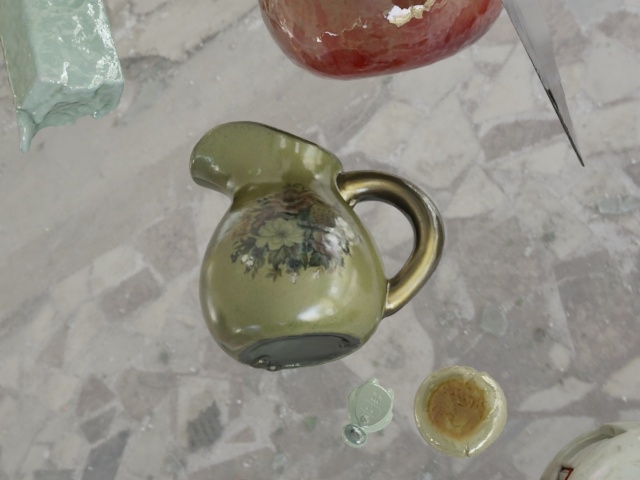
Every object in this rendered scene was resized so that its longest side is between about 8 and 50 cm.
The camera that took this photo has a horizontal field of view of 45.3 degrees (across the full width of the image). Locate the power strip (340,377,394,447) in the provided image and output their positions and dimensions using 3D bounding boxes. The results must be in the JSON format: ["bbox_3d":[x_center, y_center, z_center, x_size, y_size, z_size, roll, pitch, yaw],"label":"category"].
[{"bbox_3d":[0.050,0.196,0.862,0.055,0.035,0.083,34,59,2],"label":"power strip"}]

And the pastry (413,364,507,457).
[{"bbox_3d":[0.235,0.286,1.294,0.157,0.092,0.156,-6,69,16],"label":"pastry"}]

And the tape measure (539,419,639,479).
[{"bbox_3d":[0.362,0.339,0.859,0.258,0.130,0.265,17,81,2],"label":"tape measure"}]

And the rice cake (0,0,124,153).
[{"bbox_3d":[-0.170,-0.161,0.466,0.069,0.063,0.206,-37,67,57],"label":"rice cake"}]

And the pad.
[{"bbox_3d":[0.149,-0.265,0.638,0.007,0.247,0.367,-19,48,25],"label":"pad"}]

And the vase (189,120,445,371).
[{"bbox_3d":[0.000,0.000,1.016,0.330,0.241,0.302,-7,65,-3],"label":"vase"}]

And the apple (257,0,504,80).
[{"bbox_3d":[0.080,-0.359,0.972,0.345,0.269,0.344,-10,20,4],"label":"apple"}]
